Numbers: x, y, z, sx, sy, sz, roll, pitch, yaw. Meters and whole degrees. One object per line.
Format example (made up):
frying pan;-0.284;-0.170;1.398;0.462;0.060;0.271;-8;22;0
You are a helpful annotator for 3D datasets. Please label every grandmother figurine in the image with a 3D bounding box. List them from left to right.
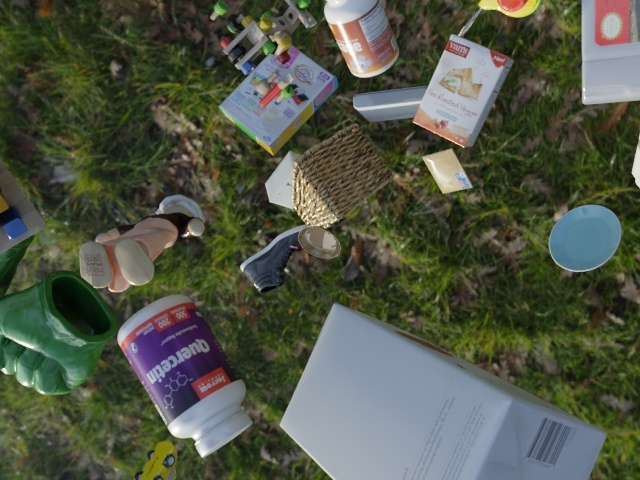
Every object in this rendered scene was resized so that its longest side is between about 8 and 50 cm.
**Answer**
grandmother figurine;-0.300;-0.007;1.082;0.207;0.342;0.104;4;106;9

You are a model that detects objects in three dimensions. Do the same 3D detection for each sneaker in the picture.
sneaker;-0.129;0.074;2.087;0.295;0.104;0.147;-36;69;13

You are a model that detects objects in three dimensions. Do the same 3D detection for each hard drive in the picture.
hard drive;0.217;-0.389;1.742;0.202;0.307;0.040;-4;93;12

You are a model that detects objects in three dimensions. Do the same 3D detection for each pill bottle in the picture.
pill bottle;-0.283;0.288;1.292;0.323;0.181;0.181;54;133;14
pill bottle;0.082;-0.475;1.308;0.121;0.121;0.216;-7;138;27

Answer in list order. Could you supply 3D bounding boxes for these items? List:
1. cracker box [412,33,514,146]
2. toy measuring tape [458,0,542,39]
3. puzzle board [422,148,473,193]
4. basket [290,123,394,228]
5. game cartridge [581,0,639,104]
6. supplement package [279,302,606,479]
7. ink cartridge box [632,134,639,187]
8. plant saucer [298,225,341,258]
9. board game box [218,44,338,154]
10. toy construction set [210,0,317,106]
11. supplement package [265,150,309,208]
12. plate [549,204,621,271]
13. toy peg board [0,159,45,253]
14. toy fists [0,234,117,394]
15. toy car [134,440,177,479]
cracker box;0.350;-0.368;1.488;0.155;0.067;0.232;31;112;23
toy measuring tape;0.430;-0.537;1.404;0.121;0.121;0.330;30;149;-3
puzzle board;0.346;-0.188;1.638;0.096;0.011;0.128;-11;124;45
basket;0.038;-0.187;1.885;0.223;0.299;0.213;53;147;-2
game cartridge;0.424;-0.321;0.736;0.195;0.060;0.294;-1;114;23
supplement package;0.119;0.212;0.680;0.177;0.175;0.293;25;177;-34
ink cartridge box;0.569;-0.107;0.881;0.114;0.199;0.273;-24;152;12
plant saucer;0.000;0.000;1.109;0.083;0.015;0.083;14;140;12
board game box;-0.135;-0.468;1.955;0.242;0.316;0.064;41;174;18
toy construction set;-0.122;-0.572;1.723;0.237;0.257;0.309;-33;67;40
supplement package;-0.107;-0.221;2.211;0.105;0.105;0.179;16;130;-33
plate;0.689;-0.004;1.567;0.188;0.188;0.024;-26;139;36
toy peg board;-0.368;-0.024;0.564;0.079;0.161;0.161;32;151;48
toy fists;-0.381;0.069;0.729;0.279;0.096;0.142;46;117;-1
toy car;-0.319;0.498;1.054;0.053;0.239;0.225;55;169;-34
